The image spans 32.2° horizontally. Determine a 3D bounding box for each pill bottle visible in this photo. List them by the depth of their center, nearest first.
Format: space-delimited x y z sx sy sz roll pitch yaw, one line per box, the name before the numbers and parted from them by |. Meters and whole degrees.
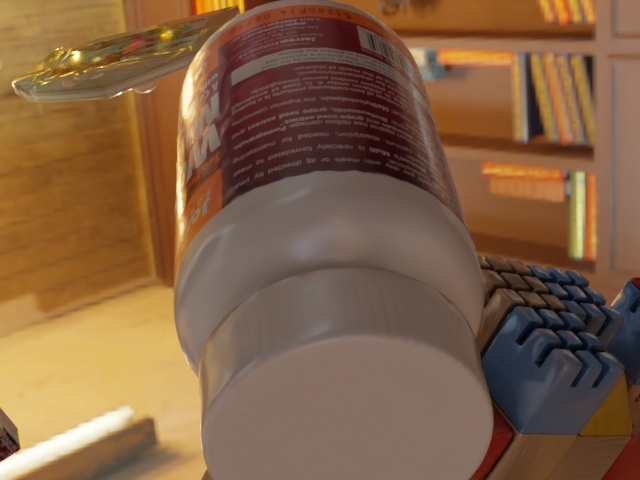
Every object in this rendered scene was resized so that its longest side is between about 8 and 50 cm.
pill bottle | 0.000 0.000 0.459 0.121 0.121 0.221 -5 -141 -2

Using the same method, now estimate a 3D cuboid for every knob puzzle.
knob puzzle | -0.150 -0.135 0.878 0.213 0.030 0.213 -12 -158 5

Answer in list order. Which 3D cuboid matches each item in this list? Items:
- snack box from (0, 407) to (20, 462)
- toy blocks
snack box | -0.332 0.168 0.904 0.141 0.100 0.037 -33 -151 -7
toy blocks | 0.093 0.127 0.660 0.381 0.261 0.191 8 -149 -36
